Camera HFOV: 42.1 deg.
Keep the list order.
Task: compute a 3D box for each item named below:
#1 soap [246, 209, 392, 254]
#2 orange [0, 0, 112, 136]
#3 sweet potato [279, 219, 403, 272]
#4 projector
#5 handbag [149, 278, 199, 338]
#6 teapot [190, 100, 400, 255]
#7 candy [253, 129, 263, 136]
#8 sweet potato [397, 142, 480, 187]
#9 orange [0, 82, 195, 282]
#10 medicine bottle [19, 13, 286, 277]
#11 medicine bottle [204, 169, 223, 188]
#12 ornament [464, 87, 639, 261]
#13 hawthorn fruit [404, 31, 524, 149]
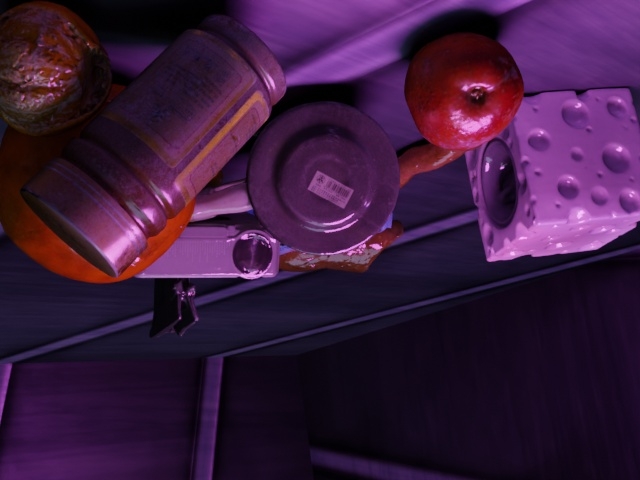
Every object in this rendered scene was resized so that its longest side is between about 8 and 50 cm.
[{"bbox_3d":[-0.003,-0.067,1.621,0.293,0.156,0.077,-13,166,13],"label":"soap"},{"bbox_3d":[-0.316,-0.199,0.971,0.134,0.156,0.156,3,164,-3],"label":"orange"},{"bbox_3d":[0.000,0.000,1.906,0.370,0.157,0.158,2,163,-11],"label":"sweet potato"},{"bbox_3d":[-0.217,0.002,1.471,0.257,0.099,0.192,1,-169,-22],"label":"projector"},{"bbox_3d":[-0.311,0.075,1.796,0.079,0.247,0.260,4,163,-19],"label":"handbag"},{"bbox_3d":[-0.038,-0.077,1.374,0.322,0.239,0.239,-41,-171,-3],"label":"teapot"},{"bbox_3d":[-0.112,-0.180,1.402,0.123,0.035,0.035,-13,156,-23],"label":"candy"},{"bbox_3d":[0.206,-0.160,1.576,0.067,0.059,0.281,-11,170,-42],"label":"sweet potato"},{"bbox_3d":[-0.314,-0.083,1.175,0.284,0.283,0.226,7,175,-44],"label":"orange"},{"bbox_3d":[-0.193,-0.121,1.013,0.322,0.151,0.151,-49,176,-18],"label":"medicine bottle"},{"bbox_3d":[-0.218,-0.124,1.443,0.111,0.076,0.309,-8,166,-18],"label":"medicine bottle"},{"bbox_3d":[0.429,-0.115,1.519,0.240,0.239,0.240,-6,165,-12],"label":"ornament"},{"bbox_3d":[0.207,-0.215,1.183,0.173,0.172,0.173,-8,165,-2],"label":"hawthorn fruit"}]
